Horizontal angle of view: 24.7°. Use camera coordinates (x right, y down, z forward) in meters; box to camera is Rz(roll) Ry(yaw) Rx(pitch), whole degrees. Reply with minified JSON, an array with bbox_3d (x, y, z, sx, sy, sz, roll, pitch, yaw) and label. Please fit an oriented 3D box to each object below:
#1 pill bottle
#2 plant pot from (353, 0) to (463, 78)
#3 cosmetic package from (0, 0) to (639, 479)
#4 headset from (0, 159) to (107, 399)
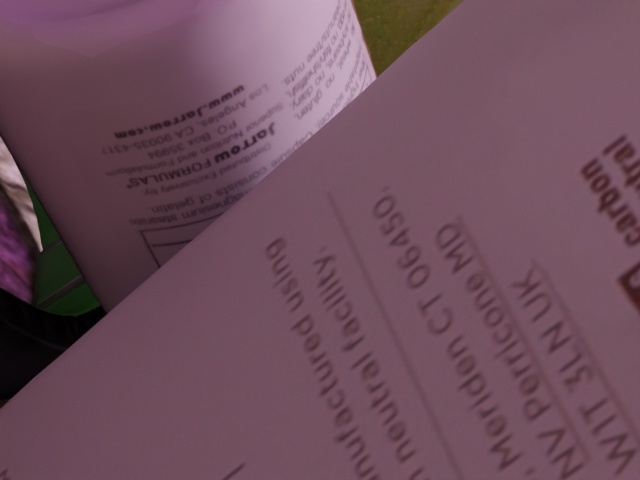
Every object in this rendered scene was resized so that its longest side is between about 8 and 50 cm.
[{"bbox_3d":[-0.037,-0.030,0.543,0.229,0.131,0.131,69,0,-46],"label":"pill bottle"},{"bbox_3d":[0.033,-0.207,1.129,0.254,0.276,0.276,37,19,2],"label":"plant pot"},{"bbox_3d":[0.137,0.167,0.487,0.393,0.327,0.329,29,27,-46],"label":"cosmetic package"},{"bbox_3d":[-0.219,-0.088,0.560,0.394,0.185,0.243,53,17,-38],"label":"headset"}]
